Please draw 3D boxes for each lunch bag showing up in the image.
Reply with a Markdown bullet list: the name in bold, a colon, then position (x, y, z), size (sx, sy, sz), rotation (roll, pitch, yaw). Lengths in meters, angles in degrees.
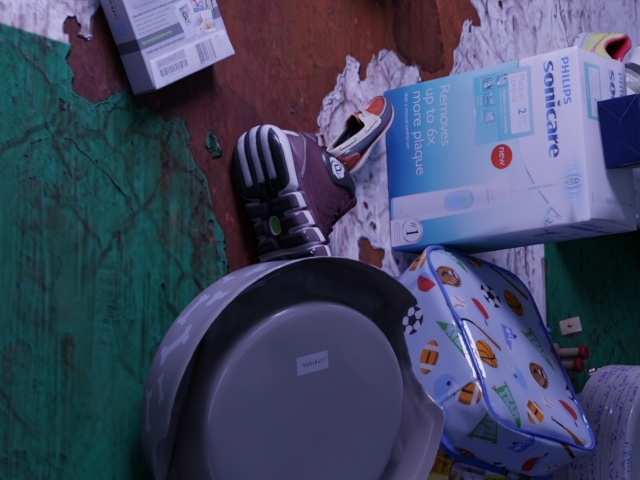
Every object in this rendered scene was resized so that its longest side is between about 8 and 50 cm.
- **lunch bag**: position (0.212, 0.161, 1.881), size (0.243, 0.115, 0.303), rotation (22, 39, -41)

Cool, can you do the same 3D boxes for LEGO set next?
- **LEGO set**: position (0.181, 0.326, 1.896), size (0.287, 0.132, 0.107), rotation (-4, 106, -59)

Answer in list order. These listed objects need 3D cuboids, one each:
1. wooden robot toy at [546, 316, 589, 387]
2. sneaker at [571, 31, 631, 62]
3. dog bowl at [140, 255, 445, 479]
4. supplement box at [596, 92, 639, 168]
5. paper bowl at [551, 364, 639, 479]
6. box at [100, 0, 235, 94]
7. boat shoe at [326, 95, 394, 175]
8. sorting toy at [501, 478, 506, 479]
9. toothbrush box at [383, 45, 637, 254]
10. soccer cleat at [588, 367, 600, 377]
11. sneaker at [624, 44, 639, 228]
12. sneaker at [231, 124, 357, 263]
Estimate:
- **wooden robot toy**: position (0.348, 0.195, 2.177), size (0.173, 0.076, 0.079), rotation (-62, 140, -37)
- **sneaker**: position (0.426, -0.245, 2.333), size (0.081, 0.094, 0.208), rotation (42, 54, -40)
- **dog bowl**: position (-0.032, 0.179, 1.592), size (0.349, 0.102, 0.348), rotation (-8, 104, -34)
- **supplement box**: position (0.379, -0.130, 1.809), size (0.083, 0.056, 0.083), rotation (-4, 86, -52)
- **paper bowl**: position (0.425, 0.319, 2.165), size (0.284, 0.148, 0.284), rotation (1, 88, -55)
- **box**: position (-0.176, -0.266, 1.634), size (0.145, 0.038, 0.186), rotation (-35, 111, -49)
- **boat shoe**: position (0.048, -0.137, 1.883), size (0.043, 0.049, 0.137), rotation (53, 51, -28)
- **sorting toy**: position (0.252, 0.224, 2.054), size (0.132, 0.046, 0.274), rotation (-28, 106, -56)
- **toothbrush box**: position (0.235, -0.103, 1.908), size (0.126, 0.295, 0.216), rotation (7, 78, -51)
- **soccer cleat**: position (0.434, 0.213, 2.308), size (0.083, 0.029, 0.035), rotation (15, 67, -54)
- **sneaker**: position (0.452, -0.069, 2.325), size (0.257, 0.169, 0.447), rotation (-37, 135, -13)
- **sneaker**: position (0.000, 0.000, 1.752), size (0.162, 0.106, 0.281), rotation (-12, 92, -54)
